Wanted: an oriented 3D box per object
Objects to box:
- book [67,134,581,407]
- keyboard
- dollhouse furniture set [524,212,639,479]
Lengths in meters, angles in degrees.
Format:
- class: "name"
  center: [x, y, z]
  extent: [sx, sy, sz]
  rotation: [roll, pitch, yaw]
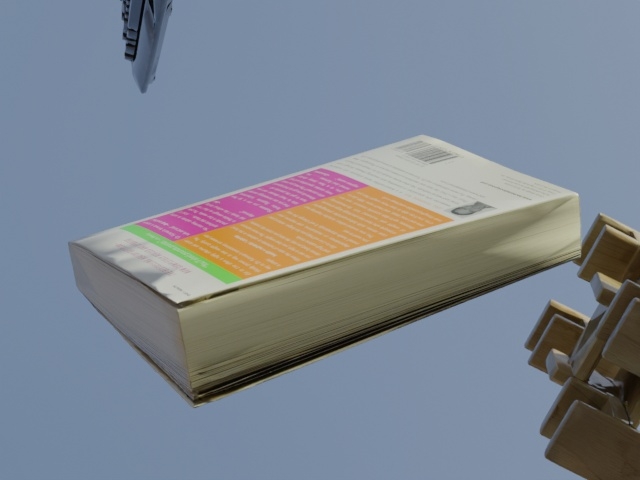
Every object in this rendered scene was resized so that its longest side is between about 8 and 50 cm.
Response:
- class: "book"
  center: [0.000, 0.000, 0.487]
  extent: [0.144, 0.096, 0.035]
  rotation: [-18, -65, -24]
- class: "keyboard"
  center: [-0.093, -0.210, 0.779]
  extent: [0.033, 0.317, 0.201]
  rotation: [1, -99, -11]
- class: "dollhouse furniture set"
  center: [0.266, 0.049, 0.982]
  extent: [0.161, 0.212, 0.242]
  rotation: [26, -75, -3]
